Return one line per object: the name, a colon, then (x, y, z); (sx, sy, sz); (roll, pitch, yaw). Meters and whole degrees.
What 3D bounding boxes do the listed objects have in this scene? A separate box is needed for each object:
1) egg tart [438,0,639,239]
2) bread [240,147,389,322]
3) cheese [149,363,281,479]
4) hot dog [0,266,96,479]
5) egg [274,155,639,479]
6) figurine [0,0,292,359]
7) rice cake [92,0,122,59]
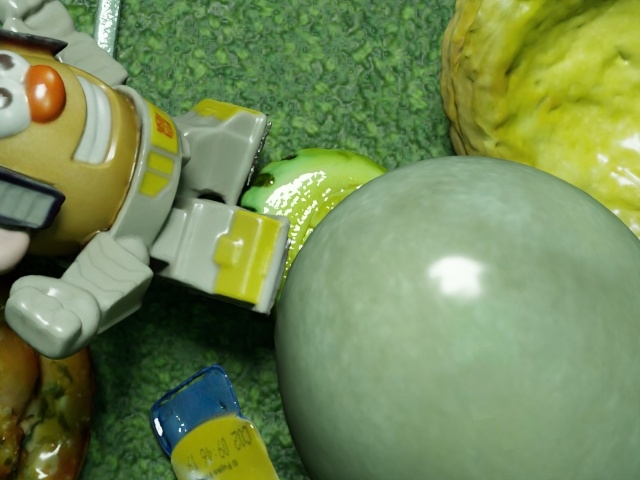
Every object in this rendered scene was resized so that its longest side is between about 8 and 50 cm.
egg tart: (0.255, -0.133, 0.837); (0.345, 0.132, 0.345); (6, 126, 8)
bread: (0.000, 0.000, 0.860); (0.130, 0.071, 0.139); (12, 82, -10)
cheese: (-0.043, 0.220, 0.809); (0.177, 0.069, 0.270); (-35, 75, 33)
hot dog: (-0.258, 0.137, 0.774); (0.196, 0.122, 0.272); (32, 72, -48)
egg: (0.109, 0.095, 0.742); (0.258, 0.352, 0.258); (-11, 49, 12)
figurine: (-0.166, -0.048, 0.754); (0.308, 0.308, 0.143); (29, 114, -4)
rice cake: (-0.162, -0.144, 0.876); (0.021, 0.022, 0.121); (7, 84, -11)
